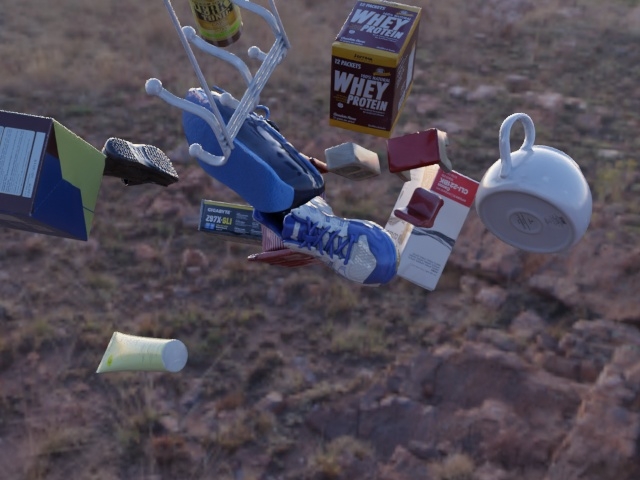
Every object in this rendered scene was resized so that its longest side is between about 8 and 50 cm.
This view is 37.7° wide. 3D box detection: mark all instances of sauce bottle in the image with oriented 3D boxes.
[{"bbox_3d":[-0.255,-0.578,2.115,0.111,0.344,0.111,-3,64,6],"label":"sauce bottle"}]

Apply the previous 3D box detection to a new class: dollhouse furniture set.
[{"bbox_3d":[0.052,-0.079,1.744,0.374,0.201,0.152,-12,-13,28],"label":"dollhouse furniture set"}]

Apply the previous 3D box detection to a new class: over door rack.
[{"bbox_3d":[-0.138,-0.292,1.189,0.108,0.324,0.240,11,51,16],"label":"over door rack"}]

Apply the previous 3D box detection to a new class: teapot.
[{"bbox_3d":[0.452,-0.110,1.943,0.252,0.256,0.187,25,63,5],"label":"teapot"}]

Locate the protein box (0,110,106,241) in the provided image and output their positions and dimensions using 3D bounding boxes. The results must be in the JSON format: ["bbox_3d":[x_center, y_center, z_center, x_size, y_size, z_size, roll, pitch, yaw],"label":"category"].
[{"bbox_3d":[-0.443,-0.094,1.323,0.201,0.136,0.200,10,-8,10],"label":"protein box"}]

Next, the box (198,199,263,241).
[{"bbox_3d":[-0.093,-0.022,2.147,0.321,0.079,0.257,8,-5,7],"label":"box"}]

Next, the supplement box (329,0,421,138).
[{"bbox_3d":[0.108,-0.346,1.870,0.129,0.194,0.191,14,47,12],"label":"supplement box"}]

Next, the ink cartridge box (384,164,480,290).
[{"bbox_3d":[0.243,-0.038,2.214,0.114,0.273,0.197,22,2,-15],"label":"ink cartridge box"}]

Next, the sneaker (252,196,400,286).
[{"bbox_3d":[0.000,0.000,1.589,0.131,0.112,0.296,2,18,-45],"label":"sneaker"}]

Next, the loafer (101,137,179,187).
[{"bbox_3d":[-0.378,-0.150,1.920,0.220,0.078,0.080,20,35,-57],"label":"loafer"}]

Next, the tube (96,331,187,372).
[{"bbox_3d":[-0.356,0.222,1.832,0.240,0.062,0.070,-4,15,45],"label":"tube"}]

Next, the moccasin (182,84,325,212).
[{"bbox_3d":[-0.118,-0.144,1.567,0.116,0.138,0.342,-10,43,-35],"label":"moccasin"}]
